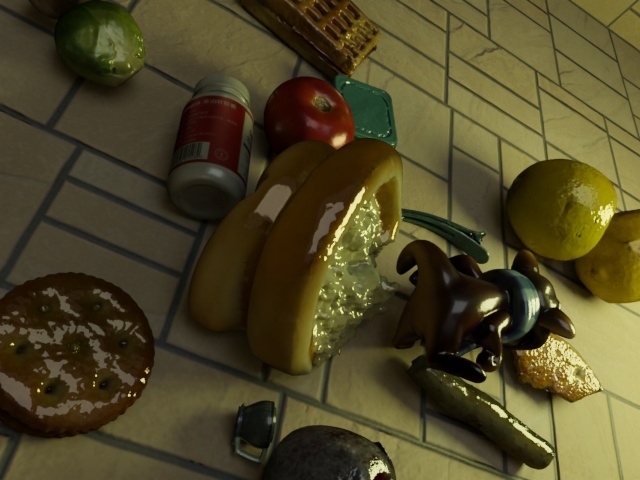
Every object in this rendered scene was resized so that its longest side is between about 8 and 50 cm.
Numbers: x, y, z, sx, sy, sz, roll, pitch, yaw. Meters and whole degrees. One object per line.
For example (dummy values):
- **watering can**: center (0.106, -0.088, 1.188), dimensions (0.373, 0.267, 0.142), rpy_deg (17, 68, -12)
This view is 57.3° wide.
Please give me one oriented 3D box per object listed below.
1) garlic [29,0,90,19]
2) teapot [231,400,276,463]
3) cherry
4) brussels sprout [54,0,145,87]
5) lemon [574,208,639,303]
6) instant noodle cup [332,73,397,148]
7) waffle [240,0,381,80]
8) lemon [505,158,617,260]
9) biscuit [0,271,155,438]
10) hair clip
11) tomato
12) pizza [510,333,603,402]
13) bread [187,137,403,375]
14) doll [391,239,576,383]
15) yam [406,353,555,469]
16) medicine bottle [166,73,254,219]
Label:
- **garlic**: center (-0.452, -0.453, 1.051), dimensions (0.087, 0.101, 0.195), rpy_deg (42, 43, -10)
- **teapot**: center (-0.096, 0.273, 0.842), dimensions (0.057, 0.066, 0.088), rpy_deg (9, 77, -6)
- **cherry**: center (0.013, 0.342, 0.777), dimensions (0.195, 0.195, 0.195), rpy_deg (17, 52, -24)
- **brussels sprout**: center (-0.379, -0.341, 1.018), dimensions (0.155, 0.117, 0.155), rpy_deg (5, 80, -30)
- **lemon**: center (0.762, 0.041, 1.458), dimensions (0.288, 0.233, 0.233), rpy_deg (-21, 74, -34)
- **instant noodle cup**: center (0.088, -0.278, 1.322), dimensions (0.157, 0.070, 0.179), rpy_deg (15, 54, -24)
- **waffle**: center (-0.015, -0.539, 1.412), dimensions (0.328, 0.098, 0.224), rpy_deg (39, 49, -5)
- **lemon**: center (0.558, -0.084, 1.405), dimensions (0.219, 0.240, 0.240), rpy_deg (26, 48, 2)
- **biscuit**: center (-0.328, 0.145, 0.761), dimensions (0.221, 0.066, 0.220), rpy_deg (19, 52, -27)
- **hair clip**: center (0.251, -0.026, 1.290), dimensions (0.275, 0.048, 0.083), rpy_deg (20, 53, -16)
- **tomato**: center (-0.024, -0.228, 1.165), dimensions (0.195, 0.136, 0.195), rpy_deg (15, 53, -21)
- **pizza**: center (0.476, 0.256, 1.222), dimensions (0.271, 0.056, 0.134), rpy_deg (24, 65, -12)
- **bread**: center (-0.010, 0.011, 0.968), dimensions (0.424, 0.245, 0.329), rpy_deg (-56, 141, -35)
- **doll**: center (0.280, 0.132, 1.071), dimensions (0.340, 0.209, 0.318), rpy_deg (1, 39, -31)
- **yam**: center (0.293, 0.314, 1.067), dimensions (0.317, 0.067, 0.071), rpy_deg (37, 5, -8)
- **medicine bottle**: center (-0.185, -0.166, 1.020), dimensions (0.131, 0.131, 0.250), rpy_deg (19, 52, -23)
